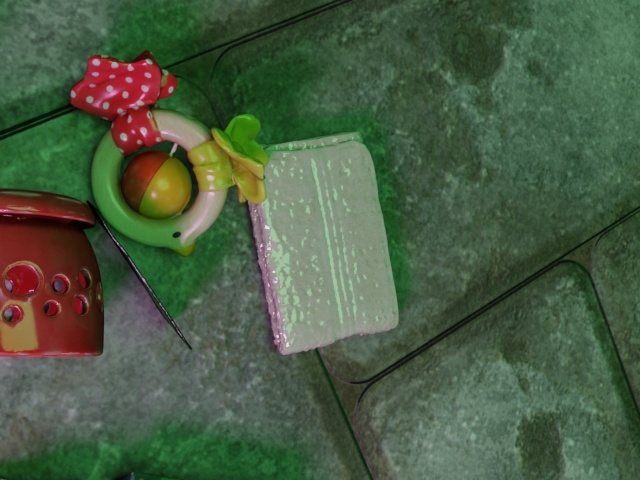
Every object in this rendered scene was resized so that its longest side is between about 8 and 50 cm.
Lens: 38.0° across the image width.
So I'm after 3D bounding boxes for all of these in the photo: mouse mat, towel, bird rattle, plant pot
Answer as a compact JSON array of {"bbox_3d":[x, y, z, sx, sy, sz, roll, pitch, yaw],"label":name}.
[{"bbox_3d":[-0.210,0.037,1.065,0.007,0.153,0.189,-36,106,-11],"label":"mouse mat"},{"bbox_3d":[0.000,0.000,1.242,0.187,0.049,0.282,-11,94,-27],"label":"towel"},{"bbox_3d":[-0.186,-0.095,1.087,0.254,0.143,0.206,26,99,-12],"label":"bird rattle"},{"bbox_3d":[-0.323,0.038,0.980,0.191,0.191,0.174,5,84,-29],"label":"plant pot"}]

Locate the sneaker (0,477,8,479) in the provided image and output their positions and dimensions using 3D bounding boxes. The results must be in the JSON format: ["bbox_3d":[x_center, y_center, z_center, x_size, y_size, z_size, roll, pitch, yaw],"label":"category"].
[{"bbox_3d":[-0.335,0.306,1.014,0.209,0.094,0.081,-3,91,-18],"label":"sneaker"}]

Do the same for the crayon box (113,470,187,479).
[{"bbox_3d":[-0.154,0.445,1.063,0.203,0.083,0.322,18,59,-28],"label":"crayon box"}]
